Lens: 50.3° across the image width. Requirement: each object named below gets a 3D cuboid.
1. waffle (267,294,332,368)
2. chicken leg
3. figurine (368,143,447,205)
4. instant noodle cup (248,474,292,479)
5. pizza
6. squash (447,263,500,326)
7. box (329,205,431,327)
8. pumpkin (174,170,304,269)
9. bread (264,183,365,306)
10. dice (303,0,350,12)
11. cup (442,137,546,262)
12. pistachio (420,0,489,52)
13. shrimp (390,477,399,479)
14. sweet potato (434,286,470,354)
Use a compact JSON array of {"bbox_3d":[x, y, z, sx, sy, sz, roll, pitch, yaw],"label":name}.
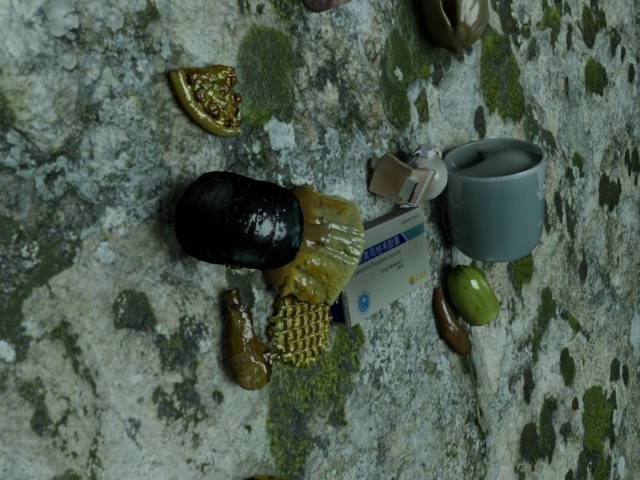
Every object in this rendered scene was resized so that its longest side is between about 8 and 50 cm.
[{"bbox_3d":[-0.040,0.180,1.450,0.191,0.038,0.191,-2,93,-49],"label":"waffle"},{"bbox_3d":[-0.136,0.188,1.313,0.101,0.085,0.207,-15,97,-12],"label":"chicken leg"},{"bbox_3d":[0.229,-0.160,1.682,0.237,0.141,0.162,-17,133,-49],"label":"figurine"},{"bbox_3d":[-0.088,0.549,1.348,0.151,0.152,0.122,17,91,-47],"label":"instant noodle cup"},{"bbox_3d":[-0.198,-0.272,1.247,0.175,0.046,0.134,33,68,-43],"label":"pizza"},{"bbox_3d":[0.419,0.139,1.902,0.123,0.123,0.186,-57,131,-29],"label":"squash"},{"bbox_3d":[0.138,0.054,1.622,0.343,0.065,0.200,-24,110,-45],"label":"box"},{"bbox_3d":[-0.139,-0.029,1.184,0.233,0.233,0.162,16,86,-47],"label":"pumpkin"},{"bbox_3d":[0.002,0.005,1.378,0.174,0.133,0.251,21,74,-22],"label":"bread"},{"bbox_3d":[0.016,-0.539,1.439,0.093,0.094,0.091,-40,116,-39],"label":"dice"},{"bbox_3d":[0.470,-0.125,1.873,0.356,0.260,0.274,-84,166,-61],"label":"cup"},{"bbox_3d":[0.343,-0.630,1.752,0.197,0.166,0.287,-26,108,-70],"label":"pistachio"},{"bbox_3d":[0.087,0.679,1.591,0.317,0.077,0.168,-53,125,-29],"label":"shrimp"},{"bbox_3d":[0.368,0.246,1.897,0.255,0.058,0.078,59,35,-28],"label":"sweet potato"}]
